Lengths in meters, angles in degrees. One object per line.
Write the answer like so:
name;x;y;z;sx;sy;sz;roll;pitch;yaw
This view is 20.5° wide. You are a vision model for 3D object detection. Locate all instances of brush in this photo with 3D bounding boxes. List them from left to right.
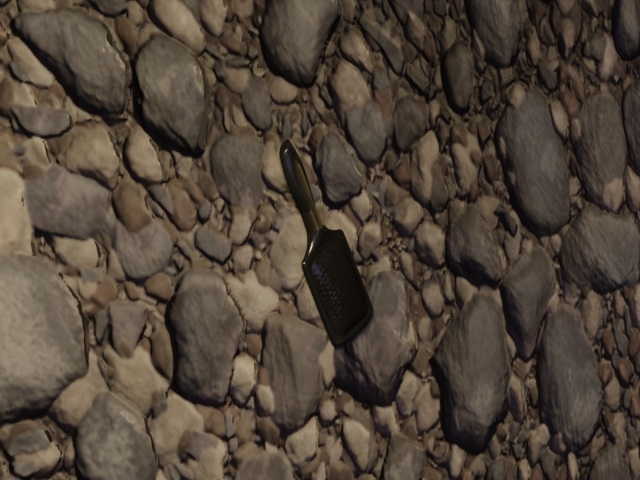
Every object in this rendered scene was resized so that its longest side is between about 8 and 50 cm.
brush;0.000;0.000;1.561;0.063;0.016;0.193;-42;118;-42
